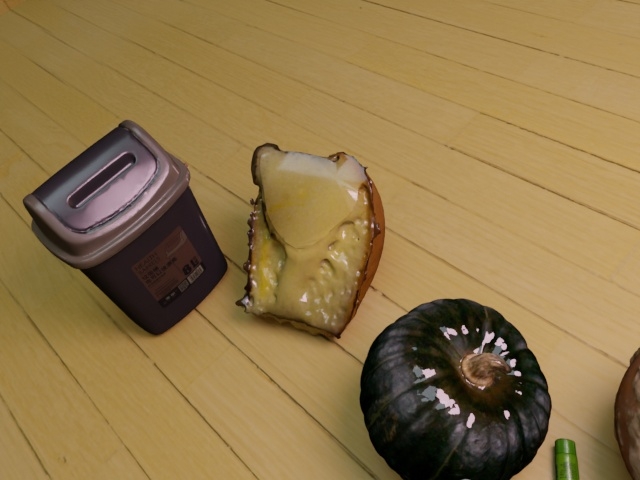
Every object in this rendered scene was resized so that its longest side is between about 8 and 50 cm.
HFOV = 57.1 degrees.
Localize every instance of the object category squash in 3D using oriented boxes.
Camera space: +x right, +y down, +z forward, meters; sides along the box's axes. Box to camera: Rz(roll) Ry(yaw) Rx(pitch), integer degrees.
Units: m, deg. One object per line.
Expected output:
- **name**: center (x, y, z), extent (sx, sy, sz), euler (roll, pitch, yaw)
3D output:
- **squash**: center (0.147, 0.168, 0.654), extent (0.218, 0.172, 0.218), euler (-6, 40, 5)

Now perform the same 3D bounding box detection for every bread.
- **bread**: center (0.000, 0.000, 0.855), extent (0.204, 0.163, 0.262), euler (14, 99, 26)

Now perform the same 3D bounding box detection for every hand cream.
- **hand cream**: center (0.265, 0.275, 0.627), extent (0.036, 0.023, 0.122), euler (-8, 49, 25)

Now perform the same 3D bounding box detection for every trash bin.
- **trash bin**: center (-0.274, -0.013, 0.864), extent (0.182, 0.290, 0.209), euler (28, 64, 34)

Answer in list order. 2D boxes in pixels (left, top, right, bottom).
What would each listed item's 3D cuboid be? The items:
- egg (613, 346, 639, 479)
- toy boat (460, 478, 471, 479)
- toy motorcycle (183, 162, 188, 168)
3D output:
- **egg**: center (0.388, 0.193, 0.543), extent (0.203, 0.203, 0.245), euler (-17, 58, 4)
- **toy boat**: center (0.124, 0.364, 0.497), extent (0.199, 0.100, 0.290), euler (31, 53, -7)
- **toy motorcycle**: center (-0.344, -0.103, 1.097), extent (0.221, 0.102, 0.150), euler (21, 81, 34)
